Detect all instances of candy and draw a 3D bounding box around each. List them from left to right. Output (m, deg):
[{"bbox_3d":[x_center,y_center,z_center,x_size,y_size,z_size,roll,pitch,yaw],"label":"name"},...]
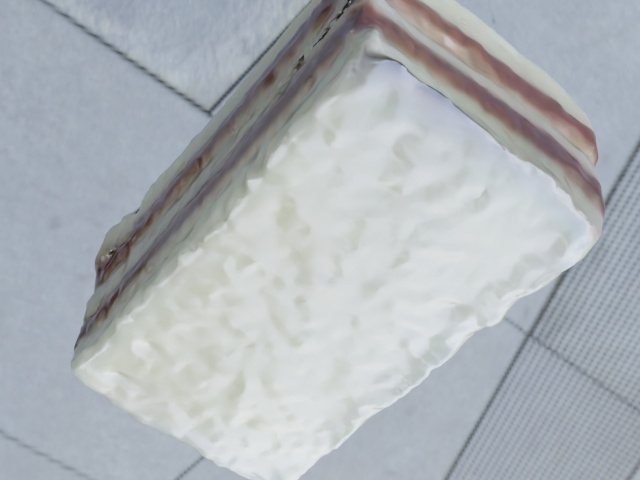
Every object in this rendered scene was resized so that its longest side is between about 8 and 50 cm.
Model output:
[{"bbox_3d":[0.000,0.000,0.721,0.179,0.135,0.320,29,129,-21],"label":"candy"}]
